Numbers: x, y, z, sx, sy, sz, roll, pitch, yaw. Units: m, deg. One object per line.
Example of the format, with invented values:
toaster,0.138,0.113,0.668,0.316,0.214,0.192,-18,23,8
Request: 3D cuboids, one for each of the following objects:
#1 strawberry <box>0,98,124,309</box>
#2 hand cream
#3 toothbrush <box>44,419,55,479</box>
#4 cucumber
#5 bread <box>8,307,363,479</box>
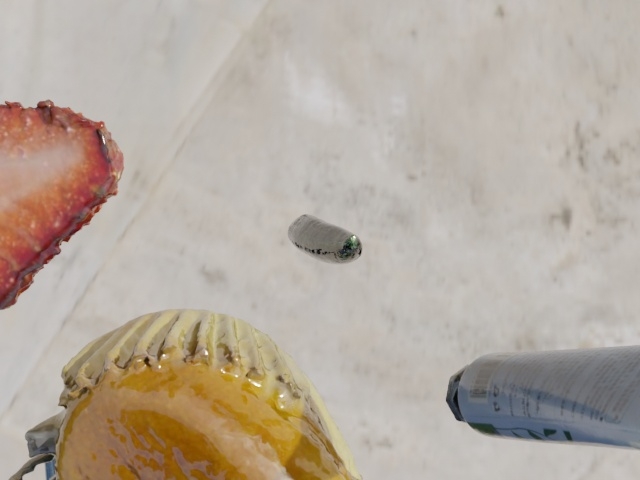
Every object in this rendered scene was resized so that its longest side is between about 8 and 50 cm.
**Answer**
strawberry,-0.239,-0.030,1.323,0.236,0.107,0.175,9,105,16
hand cream,0.153,0.093,1.119,0.055,0.088,0.256,49,158,-13
toothbrush,-0.230,0.296,1.632,0.025,0.019,0.275,-1,87,-7
cucumber,0.000,0.000,1.558,0.036,0.184,0.033,-29,105,-10
bread,-0.052,0.230,1.364,0.236,0.183,0.388,-36,95,19
